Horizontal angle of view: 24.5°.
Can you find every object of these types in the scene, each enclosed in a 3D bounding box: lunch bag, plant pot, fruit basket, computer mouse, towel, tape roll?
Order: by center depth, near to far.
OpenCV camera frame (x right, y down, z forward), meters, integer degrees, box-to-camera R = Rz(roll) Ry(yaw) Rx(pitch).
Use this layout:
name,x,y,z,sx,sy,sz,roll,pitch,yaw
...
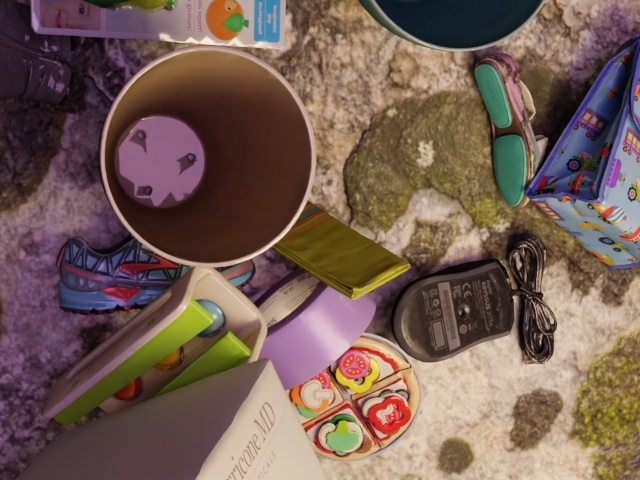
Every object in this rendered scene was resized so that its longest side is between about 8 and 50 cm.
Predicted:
name,x,y,z,sx,sy,sz,roll,pitch,yaw
plant pot,-0.171,-0.102,1.822,0.256,0.274,0.256,-1,92,-19
fruit basket,-0.194,-0.412,1.852,0.353,0.165,0.327,0,91,-24
towel,0.000,0.000,1.914,0.102,0.237,0.021,-29,133,-30
tape roll,-0.025,0.109,1.934,0.189,0.189,0.080,-42,105,-11
plant pot,0.146,-0.391,1.949,0.290,0.195,0.290,-1,94,-18
computer mouse,0.204,0.101,2.078,0.272,0.072,0.188,-9,96,-29
lunch bag,0.453,-0.131,2.099,0.221,0.138,0.293,37,71,-36

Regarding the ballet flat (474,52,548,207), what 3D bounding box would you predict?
name,x,y,z,sx,sy,sz,roll,pitch,yaw
ballet flat,0.278,-0.160,2.082,0.079,0.077,0.221,-22,101,-36

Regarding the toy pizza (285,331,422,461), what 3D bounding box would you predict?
name,x,y,z,sx,sy,sz,roll,pitch,yaw
toy pizza,0.040,0.218,2.008,0.201,0.032,0.201,-1,113,-3

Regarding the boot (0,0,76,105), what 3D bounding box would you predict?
name,x,y,z,sx,sy,sz,roll,pitch,yaw
boot,-0.394,-0.290,1.852,0.161,0.083,0.246,-7,96,-30

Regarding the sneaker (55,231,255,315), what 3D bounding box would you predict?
name,x,y,z,sx,sy,sz,roll,pitch,yaw
sneaker,-0.211,0.026,1.912,0.262,0.104,0.125,-6,93,-19

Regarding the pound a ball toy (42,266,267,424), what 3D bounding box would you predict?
name,x,y,z,sx,sy,sz,roll,pitch,yaw
pound a ball toy,-0.195,0.195,1.876,0.208,0.136,0.319,43,118,-16

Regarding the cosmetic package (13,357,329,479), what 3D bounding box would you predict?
name,x,y,z,sx,sy,sz,roll,pitch,yaw
cosmetic package,-0.154,0.413,1.688,0.327,0.329,0.393,-21,103,19
